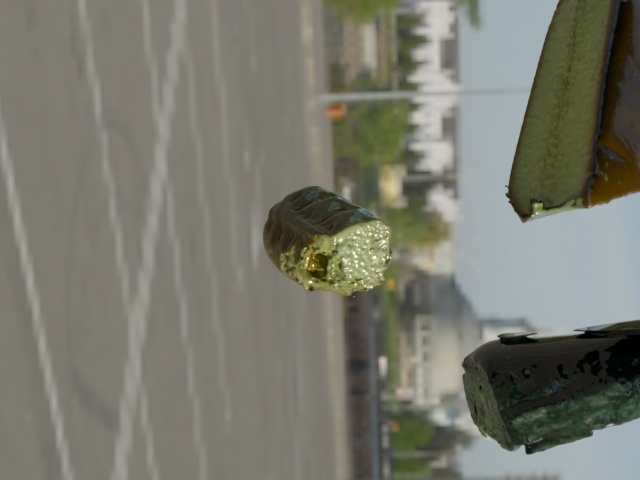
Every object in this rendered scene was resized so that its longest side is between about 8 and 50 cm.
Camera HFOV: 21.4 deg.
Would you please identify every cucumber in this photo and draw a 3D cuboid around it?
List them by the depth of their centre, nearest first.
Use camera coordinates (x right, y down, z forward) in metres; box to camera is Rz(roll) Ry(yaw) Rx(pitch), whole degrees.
[{"bbox_3d":[0.189,0.106,1.295,0.115,0.193,0.086,-33,110,-69],"label":"cucumber"}]

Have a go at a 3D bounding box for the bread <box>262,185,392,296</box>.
[{"bbox_3d":[0.000,0.000,1.131,0.066,0.060,0.110,-60,-150,0],"label":"bread"}]

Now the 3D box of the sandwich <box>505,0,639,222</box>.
[{"bbox_3d":[0.203,-0.090,1.232,0.088,0.090,0.244,40,48,-30],"label":"sandwich"}]
